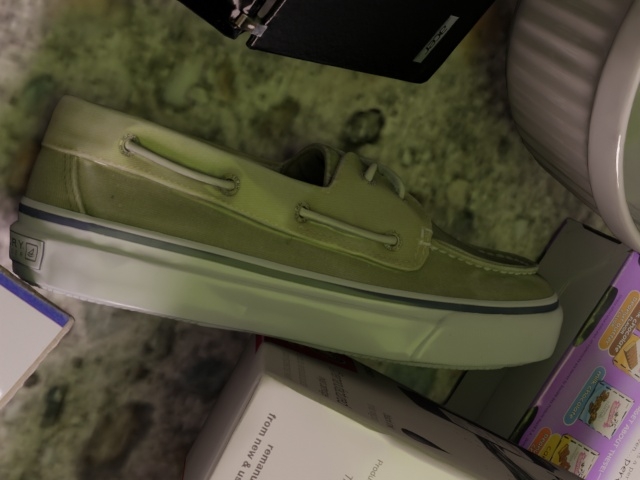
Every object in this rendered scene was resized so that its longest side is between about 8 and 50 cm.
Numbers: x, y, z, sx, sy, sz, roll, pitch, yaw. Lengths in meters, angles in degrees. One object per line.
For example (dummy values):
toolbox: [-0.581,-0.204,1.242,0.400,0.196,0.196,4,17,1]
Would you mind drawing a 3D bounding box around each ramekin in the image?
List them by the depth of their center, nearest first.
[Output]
ramekin: [0.194,-0.099,0.763,0.207,0.109,0.207,-20,127,-28]

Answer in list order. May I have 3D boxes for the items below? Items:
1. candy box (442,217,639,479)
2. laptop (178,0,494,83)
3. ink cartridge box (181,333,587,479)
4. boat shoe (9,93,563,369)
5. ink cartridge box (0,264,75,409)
candy box: [0.184,0.108,0.874,0.196,0.070,0.165,33,90,-32]
laptop: [0.011,-0.214,0.652,0.264,0.136,0.234,36,113,-9]
ink cartridge box: [0.055,0.142,0.708,0.237,0.172,0.100,27,94,-5]
boat shoe: [0.000,0.000,0.721,0.302,0.109,0.094,10,98,-28]
ink cartridge box: [-0.316,0.067,0.605,0.303,0.072,0.307,40,85,-31]
